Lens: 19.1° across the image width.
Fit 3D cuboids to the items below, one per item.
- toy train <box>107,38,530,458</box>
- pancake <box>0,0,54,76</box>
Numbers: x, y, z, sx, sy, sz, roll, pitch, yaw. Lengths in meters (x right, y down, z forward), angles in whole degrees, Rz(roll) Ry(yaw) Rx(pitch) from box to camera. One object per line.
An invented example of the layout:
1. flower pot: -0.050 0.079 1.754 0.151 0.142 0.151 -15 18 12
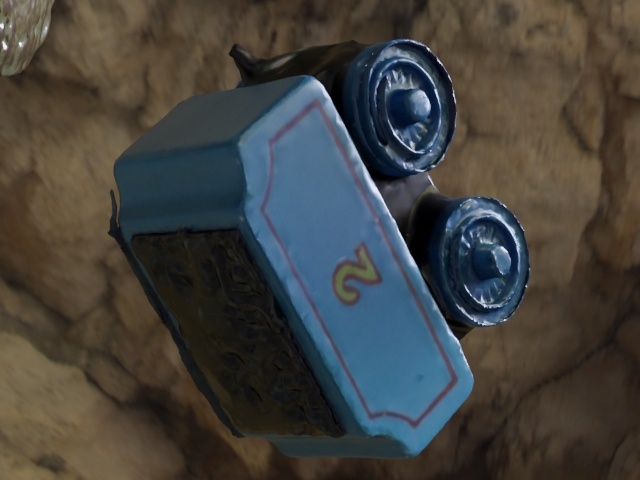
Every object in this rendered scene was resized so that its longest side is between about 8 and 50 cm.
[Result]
1. toy train: 0.000 0.000 1.445 0.265 0.188 0.300 -45 -64 -36
2. pancake: -0.219 -0.218 1.315 0.029 0.235 0.212 0 -99 11
